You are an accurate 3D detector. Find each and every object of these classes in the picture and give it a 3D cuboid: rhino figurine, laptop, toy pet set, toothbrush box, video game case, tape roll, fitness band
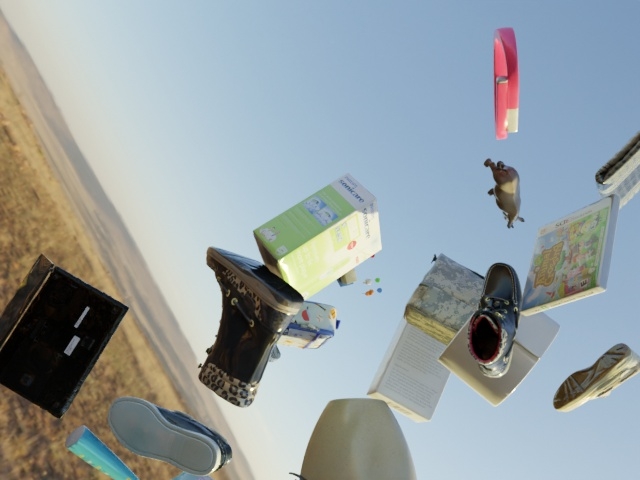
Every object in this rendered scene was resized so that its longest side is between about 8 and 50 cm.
[{"bbox_3d":[0.536,-0.123,1.792,0.106,0.073,0.243,57,-8,52],"label":"rhino figurine"},{"bbox_3d":[-0.527,0.174,1.214,0.264,0.234,0.136,28,-10,5],"label":"laptop"},{"bbox_3d":[0.108,0.105,1.839,0.065,0.114,0.122,1,-77,66],"label":"toy pet set"},{"bbox_3d":[0.000,0.000,1.529,0.122,0.283,0.206,45,-20,34],"label":"toothbrush box"},{"bbox_3d":[0.471,0.030,1.183,0.023,0.212,0.193,32,-31,-13],"label":"video game case"},{"bbox_3d":[0.412,0.238,1.451,0.169,0.246,0.246,39,-23,16],"label":"tape roll"},{"bbox_3d":[0.470,-0.397,1.597,0.209,0.054,0.291,-82,164,-44],"label":"fitness band"}]

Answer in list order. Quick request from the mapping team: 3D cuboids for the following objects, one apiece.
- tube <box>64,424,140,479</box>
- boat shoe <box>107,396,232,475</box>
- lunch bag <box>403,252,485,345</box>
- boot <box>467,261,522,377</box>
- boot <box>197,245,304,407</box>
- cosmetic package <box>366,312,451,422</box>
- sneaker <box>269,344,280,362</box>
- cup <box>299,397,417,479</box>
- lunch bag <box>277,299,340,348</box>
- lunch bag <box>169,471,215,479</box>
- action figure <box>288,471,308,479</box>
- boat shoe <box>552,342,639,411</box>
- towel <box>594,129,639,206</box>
[{"bbox_3d":[-0.443,0.471,1.310,0.080,0.052,0.207,-2,-47,52],"label":"tube"},{"bbox_3d":[-0.335,0.432,1.376,0.302,0.114,0.091,23,-3,23],"label":"boat shoe"},{"bbox_3d":[0.457,0.206,2.035,0.305,0.256,0.212,28,-17,14],"label":"lunch bag"},{"bbox_3d":[0.339,0.141,1.207,0.085,0.236,0.178,4,-14,23],"label":"boot"},{"bbox_3d":[-0.205,0.186,1.461,0.138,0.284,0.377,18,7,-41],"label":"boot"},{"bbox_3d":[0.379,0.426,2.347,0.230,0.453,0.161,29,-20,0],"label":"cosmetic package"},{"bbox_3d":[-0.128,0.234,1.648,0.088,0.093,0.225,-124,-159,-49],"label":"sneaker"},{"bbox_3d":[0.105,0.576,1.763,0.331,0.331,0.237,105,-13,-67],"label":"cup"},{"bbox_3d":[-0.074,0.256,1.886,0.303,0.243,0.115,125,-24,-69],"label":"lunch bag"},{"bbox_3d":[-0.317,0.771,1.637,0.223,0.160,0.262,22,-69,28],"label":"lunch bag"},{"bbox_3d":[0.018,0.599,1.312,0.275,0.141,0.164,-116,-169,-53],"label":"action figure"},{"bbox_3d":[0.850,0.441,1.911,0.098,0.302,0.109,37,24,-10],"label":"boat shoe"},{"bbox_3d":[0.667,-0.209,1.226,0.056,0.324,0.312,48,16,26],"label":"towel"}]
